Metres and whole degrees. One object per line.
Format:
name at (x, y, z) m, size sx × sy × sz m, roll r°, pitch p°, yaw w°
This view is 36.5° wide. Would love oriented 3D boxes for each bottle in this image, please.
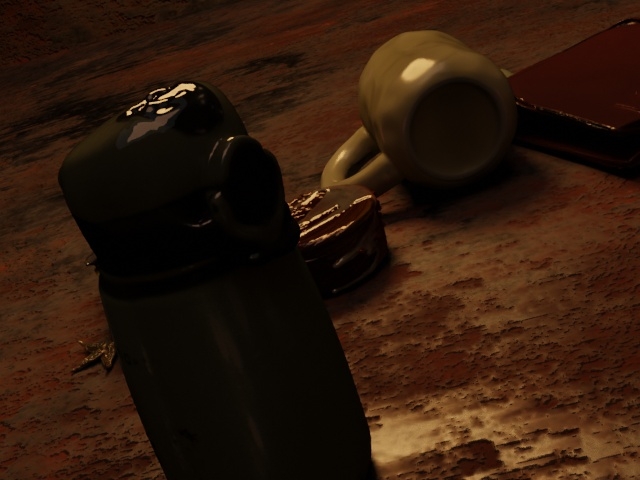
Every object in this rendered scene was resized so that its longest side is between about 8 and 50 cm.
bottle at (-0.078, 0.053, 0.721) m, size 0.168 × 0.347 × 0.168 m, roll -14°, pitch 27°, yaw 7°

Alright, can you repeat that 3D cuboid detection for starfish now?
starfish at (-0.235, 0.118, 1.085) m, size 0.086 × 0.016 × 0.092 m, roll -13°, pitch 23°, yaw 5°

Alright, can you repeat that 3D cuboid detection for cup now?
cup at (0.105, -0.154, 1.221) m, size 0.255 × 0.173 × 0.202 m, roll -18°, pitch 24°, yaw -1°

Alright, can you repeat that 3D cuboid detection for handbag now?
handbag at (0.384, -0.187, 1.209) m, size 0.260 × 0.084 × 0.275 m, roll -26°, pitch 27°, yaw -17°

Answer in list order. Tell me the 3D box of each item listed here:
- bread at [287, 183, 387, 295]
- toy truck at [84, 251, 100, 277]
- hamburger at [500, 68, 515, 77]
bread at (0.000, 0.000, 1.098) m, size 0.160 × 0.073 × 0.160 m, roll -18°, pitch 23°, yaw 8°
toy truck at (-0.227, 0.002, 1.184) m, size 0.111 × 0.136 × 0.286 m, roll -41°, pitch 26°, yaw 1°
hamburger at (0.236, -0.221, 1.416) m, size 0.121 × 0.054 × 0.084 m, roll -8°, pitch 23°, yaw 15°
